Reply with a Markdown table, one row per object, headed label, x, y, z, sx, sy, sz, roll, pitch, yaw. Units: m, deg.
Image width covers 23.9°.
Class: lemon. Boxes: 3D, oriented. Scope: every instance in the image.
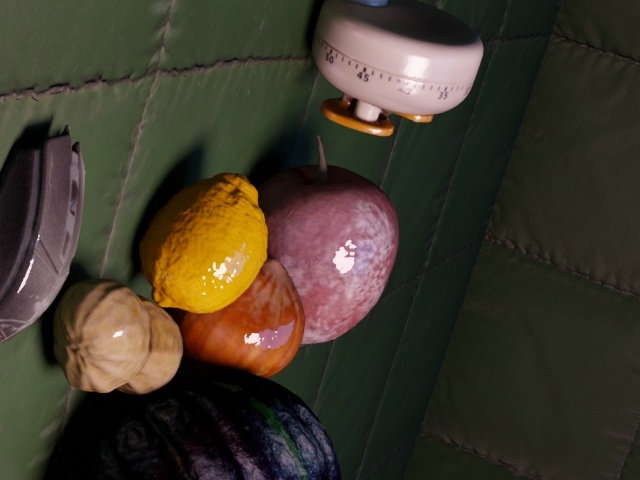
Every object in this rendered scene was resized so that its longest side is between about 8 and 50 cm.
| label | x | y | z | sx | sy | sz | roll | pitch | yaw |
| --- | --- | --- | --- | --- | --- | --- | --- | --- | --- |
| lemon | -0.134 | 0.003 | 1.793 | 0.187 | 0.142 | 0.142 | -60 | 161 | -13 |

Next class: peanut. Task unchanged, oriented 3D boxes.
| label | x | y | z | sx | sy | sz | roll | pitch | yaw |
| --- | --- | --- | --- | --- | --- | --- | --- | --- | --- |
| peanut | -0.225 | 0.119 | 1.699 | 0.125 | 0.111 | 0.274 | -61 | 162 | -6 |

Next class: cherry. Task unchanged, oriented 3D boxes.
| label | x | y | z | sx | sy | sz | roll | pitch | yaw |
| --- | --- | --- | --- | --- | --- | --- | --- | --- | --- |
| cherry | 0.000 | 0.000 | 2.047 | 0.236 | 0.212 | 0.285 | -65 | 159 | -82 |

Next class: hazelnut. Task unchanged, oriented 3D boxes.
| label | x | y | z | sx | sy | sz | roll | pitch | yaw |
| --- | --- | --- | --- | --- | --- | --- | --- | --- | --- |
| hazelnut | -0.112 | 0.098 | 1.922 | 0.182 | 0.182 | 0.182 | -57 | 159 | -35 |

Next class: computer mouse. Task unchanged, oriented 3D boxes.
| label | x | y | z | sx | sy | sz | roll | pitch | yaw |
| --- | --- | --- | --- | --- | --- | --- | --- | --- | --- |
| computer mouse | -0.275 | 0.001 | 1.472 | 0.231 | 0.071 | 0.126 | -67 | 163 | -9 |

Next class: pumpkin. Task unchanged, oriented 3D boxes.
| label | x | y | z | sx | sy | sz | roll | pitch | yaw |
| --- | --- | --- | --- | --- | --- | --- | --- | --- | --- |
| pumpkin | -0.148 | 0.326 | 1.835 | 0.363 | 0.266 | 0.363 | -33 | 163 | -12 |

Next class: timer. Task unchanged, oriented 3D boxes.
| label | x | y | z | sx | sy | sz | roll | pitch | yaw |
| --- | --- | --- | --- | --- | --- | --- | --- | --- | --- |
| timer | 0.107 | -0.281 | 2.044 | 0.233 | 0.233 | 0.240 | -35 | 146 | -61 |

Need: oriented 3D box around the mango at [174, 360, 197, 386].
| label | x | y | z | sx | sy | sz | roll | pitch | yaw |
| --- | --- | --- | --- | --- | --- | --- | --- | --- | --- |
| mango | -0.142 | 0.205 | 2.096 | 0.137 | 0.091 | 0.237 | -55 | 159 | -23 |
